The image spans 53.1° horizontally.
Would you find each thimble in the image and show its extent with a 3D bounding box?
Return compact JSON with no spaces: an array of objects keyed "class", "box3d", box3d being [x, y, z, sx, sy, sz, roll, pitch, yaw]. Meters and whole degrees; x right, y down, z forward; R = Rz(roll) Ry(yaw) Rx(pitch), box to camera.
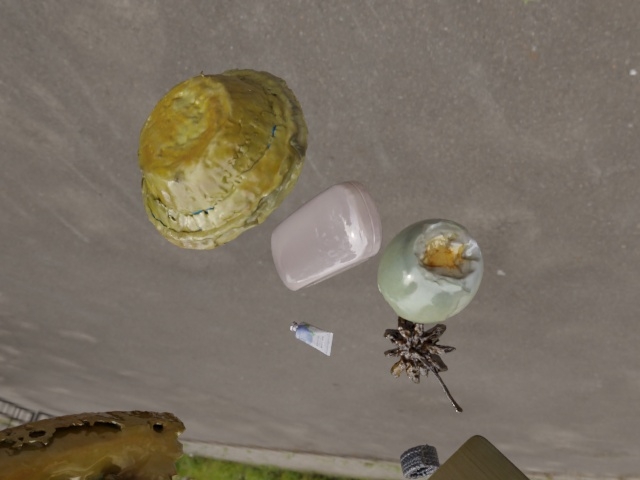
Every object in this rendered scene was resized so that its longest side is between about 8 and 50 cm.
[{"class":"thimble","box3d":[0.270,0.602,1.738,0.095,0.066,0.104,9,137,-23]}]

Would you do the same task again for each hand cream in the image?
[{"class":"hand cream","box3d":[-0.027,0.285,1.925,0.142,0.053,0.084,24,123,27]}]

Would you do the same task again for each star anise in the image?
[{"class":"star anise","box3d":[0.241,0.256,1.431,0.234,0.177,0.073,25,-165,21]}]

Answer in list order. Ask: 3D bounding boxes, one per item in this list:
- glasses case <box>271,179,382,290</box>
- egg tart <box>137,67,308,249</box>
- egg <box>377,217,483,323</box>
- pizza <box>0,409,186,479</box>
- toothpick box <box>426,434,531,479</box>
[{"class":"glasses case","box3d":[0.000,0.000,0.966,0.075,0.113,0.297,-14,172,-28]},{"class":"egg tart","box3d":[-0.208,-0.177,1.203,0.388,0.387,0.169,-4,158,27]},{"class":"egg","box3d":[0.195,0.062,1.180,0.183,0.183,0.217,15,157,-6]},{"class":"pizza","box3d":[-0.203,0.336,0.407,0.440,0.405,0.130,-22,174,-47]},{"class":"toothpick box","box3d":[0.317,0.481,1.060,0.308,0.190,0.187,52,175,-33]}]
